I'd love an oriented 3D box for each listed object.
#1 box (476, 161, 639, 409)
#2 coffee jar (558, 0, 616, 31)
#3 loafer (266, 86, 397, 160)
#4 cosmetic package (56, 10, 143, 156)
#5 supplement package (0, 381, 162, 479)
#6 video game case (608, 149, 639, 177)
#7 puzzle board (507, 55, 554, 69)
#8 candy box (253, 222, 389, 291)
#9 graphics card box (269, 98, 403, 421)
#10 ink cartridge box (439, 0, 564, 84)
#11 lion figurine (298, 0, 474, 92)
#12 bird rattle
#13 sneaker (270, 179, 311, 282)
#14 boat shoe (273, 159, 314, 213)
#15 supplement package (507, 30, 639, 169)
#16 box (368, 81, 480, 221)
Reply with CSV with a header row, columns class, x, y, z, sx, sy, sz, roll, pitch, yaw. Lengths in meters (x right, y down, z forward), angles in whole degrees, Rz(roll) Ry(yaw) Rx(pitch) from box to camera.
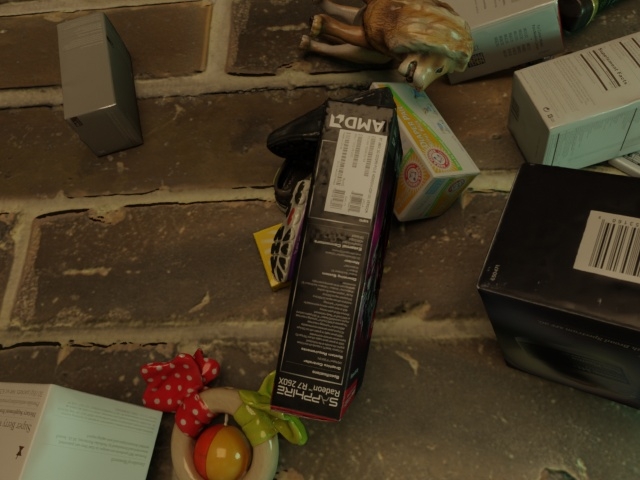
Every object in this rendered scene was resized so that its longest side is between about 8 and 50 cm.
class,x,y,z,sx,sy,sz,roll,pitch,yaw
box,0.375,0.080,0.675,0.296,0.294,0.183,14,69,32
coffee jar,0.513,-0.473,1.061,0.184,0.079,0.096,-36,70,-9
loafer,0.016,-0.184,0.895,0.223,0.076,0.078,-11,63,27
cosmetic package,-0.416,-0.295,1.068,0.107,0.127,0.238,-19,67,-1
supplement package,-0.355,0.343,0.713,0.177,0.175,0.293,-9,61,36
video game case,0.608,-0.143,0.934,0.190,0.022,0.173,36,75,21
puzzle board,0.388,-0.377,1.071,0.096,0.011,0.128,0,66,7
candy box,0.000,0.000,0.938,0.205,0.027,0.105,-21,63,-3
graphics card box,0.033,0.028,0.751,0.094,0.233,0.371,9,87,11
ink cartridge box,0.336,-0.473,1.013,0.271,0.130,0.310,-11,64,24
lion figurine,0.099,-0.358,0.970,0.240,0.392,0.142,13,109,-10
bird rattle,-0.142,0.265,0.787,0.253,0.143,0.207,5,83,12
sneaker,-0.027,-0.011,0.896,0.071,0.068,0.170,23,81,-24
boat shoe,-0.005,-0.151,0.983,0.081,0.069,0.228,25,71,17
supplement package,0.448,-0.218,0.909,0.244,0.139,0.134,-17,58,3
box,0.145,-0.147,0.922,0.103,0.114,0.203,-10,61,-34
